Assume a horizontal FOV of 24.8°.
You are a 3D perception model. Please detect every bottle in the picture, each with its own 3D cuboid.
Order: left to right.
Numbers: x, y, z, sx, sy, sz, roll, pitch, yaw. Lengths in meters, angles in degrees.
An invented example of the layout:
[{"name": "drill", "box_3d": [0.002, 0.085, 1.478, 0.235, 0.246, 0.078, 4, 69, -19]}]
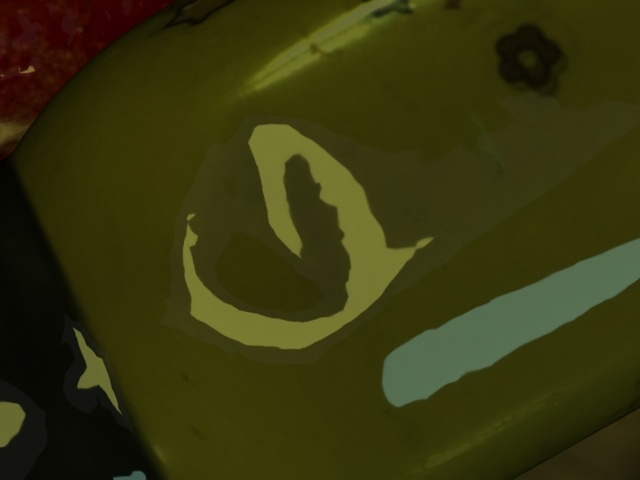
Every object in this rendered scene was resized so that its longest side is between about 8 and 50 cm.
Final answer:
[{"name": "bottle", "box_3d": [0.000, 0.000, 0.418, 0.351, 0.171, 0.171, -27, 89, -7]}]

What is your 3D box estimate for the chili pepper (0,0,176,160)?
[{"name": "chili pepper", "box_3d": [-0.131, -0.038, 0.491, 0.252, 0.136, 0.144, -10, 92, -3]}]
